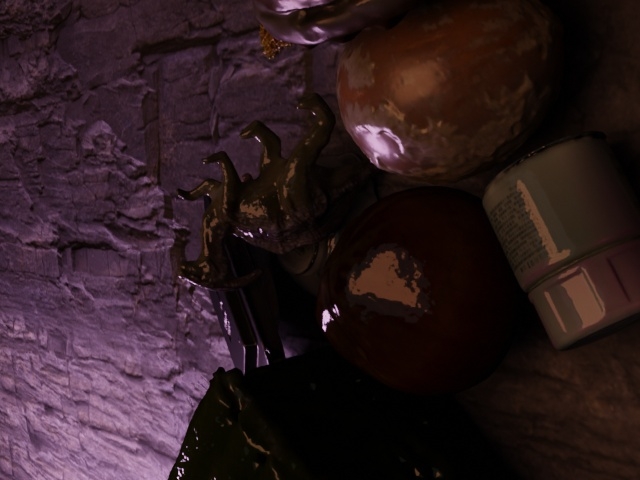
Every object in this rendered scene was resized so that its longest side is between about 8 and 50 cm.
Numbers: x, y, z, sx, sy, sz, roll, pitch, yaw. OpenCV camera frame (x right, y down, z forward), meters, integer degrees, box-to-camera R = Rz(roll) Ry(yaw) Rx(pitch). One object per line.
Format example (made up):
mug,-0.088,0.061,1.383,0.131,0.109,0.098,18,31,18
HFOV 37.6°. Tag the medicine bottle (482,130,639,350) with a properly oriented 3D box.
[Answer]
medicine bottle,0.239,0.003,0.869,0.135,0.135,0.169,-43,64,47

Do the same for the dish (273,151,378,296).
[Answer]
dish,0.000,0.000,1.217,0.246,0.078,0.224,53,133,31

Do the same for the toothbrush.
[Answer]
toothbrush,-0.071,0.070,1.271,0.037,0.028,0.375,39,146,48

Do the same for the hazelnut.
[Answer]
hazelnut,0.100,0.059,1.001,0.217,0.217,0.251,67,152,17

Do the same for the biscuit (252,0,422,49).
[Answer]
biscuit,0.068,-0.312,0.897,0.332,0.332,0.103,9,145,51

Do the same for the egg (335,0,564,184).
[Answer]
egg,0.125,-0.159,0.926,0.245,0.203,0.203,-20,82,45

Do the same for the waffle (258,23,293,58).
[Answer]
waffle,-0.057,-0.288,1.280,0.085,0.016,0.078,4,101,51

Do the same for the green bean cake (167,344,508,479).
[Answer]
green bean cake,0.037,0.268,1.039,0.335,0.319,0.218,50,130,28

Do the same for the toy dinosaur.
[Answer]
toy dinosaur,-0.060,-0.057,1.133,0.294,0.077,0.162,-29,105,14

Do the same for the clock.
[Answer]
clock,-0.113,0.096,1.300,0.279,0.049,0.273,98,153,-61
